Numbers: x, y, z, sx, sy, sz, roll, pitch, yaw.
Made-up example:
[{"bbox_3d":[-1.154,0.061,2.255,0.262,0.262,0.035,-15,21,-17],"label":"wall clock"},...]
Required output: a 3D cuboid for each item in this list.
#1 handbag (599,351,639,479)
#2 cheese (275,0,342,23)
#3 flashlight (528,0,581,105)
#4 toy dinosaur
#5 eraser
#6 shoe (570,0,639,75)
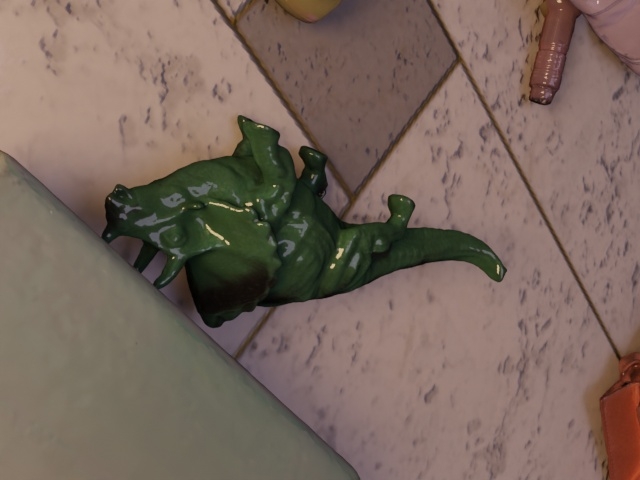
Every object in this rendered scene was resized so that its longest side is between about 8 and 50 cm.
[{"bbox_3d":[0.349,0.149,0.907,0.212,0.059,0.157,-38,120,-35],"label":"handbag"},{"bbox_3d":[-0.034,-0.221,0.530,0.192,0.037,0.097,50,62,-33],"label":"cheese"},{"bbox_3d":[0.186,-0.162,0.742,0.052,0.031,0.110,15,89,-18],"label":"flashlight"},{"bbox_3d":[0.001,-0.017,0.561,0.292,0.079,0.120,-9,106,-39],"label":"toy dinosaur"},{"bbox_3d":[-0.117,0.117,0.449,0.189,0.104,0.290,-49,125,-12],"label":"eraser"},{"bbox_3d":[0.192,-0.223,0.677,0.137,0.095,0.245,-25,92,-28],"label":"shoe"}]
